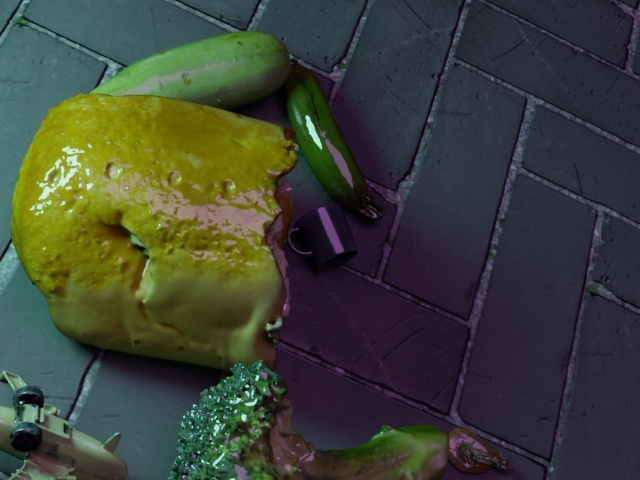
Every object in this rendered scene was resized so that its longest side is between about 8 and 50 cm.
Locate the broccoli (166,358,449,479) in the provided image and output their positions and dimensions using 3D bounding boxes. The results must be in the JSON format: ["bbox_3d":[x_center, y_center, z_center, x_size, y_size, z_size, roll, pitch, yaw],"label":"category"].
[{"bbox_3d":[-0.018,0.289,1.507,0.397,0.274,0.353,-43,127,-29],"label":"broccoli"}]

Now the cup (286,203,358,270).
[{"bbox_3d":[0.000,0.000,1.773,0.100,0.078,0.077,-18,74,-19],"label":"cup"}]

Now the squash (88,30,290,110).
[{"bbox_3d":[-0.211,-0.236,1.802,0.370,0.118,0.118,-20,70,-26],"label":"squash"}]

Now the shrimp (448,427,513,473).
[{"bbox_3d":[0.223,0.313,1.712,0.108,0.023,0.059,36,64,0],"label":"shrimp"}]

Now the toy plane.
[{"bbox_3d":[-0.342,0.244,1.463,0.244,0.092,0.229,21,24,-23],"label":"toy plane"}]

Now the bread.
[{"bbox_3d":[-0.209,-0.032,1.595,0.394,0.250,0.361,14,57,-14],"label":"bread"}]

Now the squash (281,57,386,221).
[{"bbox_3d":[0.003,-0.163,1.868,0.080,0.071,0.318,-16,69,-30],"label":"squash"}]
